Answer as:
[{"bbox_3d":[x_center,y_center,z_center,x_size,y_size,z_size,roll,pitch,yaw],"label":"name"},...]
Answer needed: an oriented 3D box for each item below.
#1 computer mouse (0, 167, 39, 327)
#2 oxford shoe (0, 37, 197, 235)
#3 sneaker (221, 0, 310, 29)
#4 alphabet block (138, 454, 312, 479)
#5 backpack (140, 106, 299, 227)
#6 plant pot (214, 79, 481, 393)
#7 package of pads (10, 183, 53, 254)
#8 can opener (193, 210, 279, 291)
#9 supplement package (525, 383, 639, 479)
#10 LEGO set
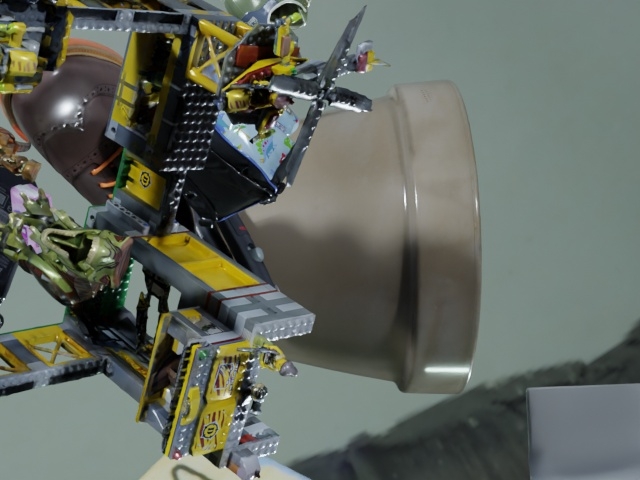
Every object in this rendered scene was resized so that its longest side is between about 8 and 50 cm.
[{"bbox_3d":[-0.459,0.012,1.780,0.188,0.272,0.072,40,143,-26],"label":"computer mouse"},{"bbox_3d":[-0.155,-0.067,1.054,0.097,0.098,0.271,-38,156,2],"label":"oxford shoe"},{"bbox_3d":[-0.043,-0.290,1.642,0.192,0.086,0.064,-30,171,-49],"label":"sneaker"},{"bbox_3d":[-0.085,0.301,1.097,0.197,0.192,0.193,-42,146,-41],"label":"alphabet block"},{"bbox_3d":[-0.082,-0.082,1.022,0.114,0.084,0.105,43,143,-23],"label":"backpack"},{"bbox_3d":[0.000,0.000,1.395,0.280,0.323,0.323,-1,133,-5],"label":"plant pot"},{"bbox_3d":[-0.312,-0.017,1.491,0.032,0.050,0.083,-16,116,-32],"label":"package of pads"},{"bbox_3d":[-0.086,0.004,1.255,0.059,0.186,0.073,-30,155,17],"label":"can opener"},{"bbox_3d":[0.387,0.277,1.724,0.175,0.177,0.293,-6,168,25],"label":"supplement package"},{"bbox_3d":[-0.106,0.003,0.748,0.255,0.192,0.331,4,113,-51],"label":"LEGO set"}]
